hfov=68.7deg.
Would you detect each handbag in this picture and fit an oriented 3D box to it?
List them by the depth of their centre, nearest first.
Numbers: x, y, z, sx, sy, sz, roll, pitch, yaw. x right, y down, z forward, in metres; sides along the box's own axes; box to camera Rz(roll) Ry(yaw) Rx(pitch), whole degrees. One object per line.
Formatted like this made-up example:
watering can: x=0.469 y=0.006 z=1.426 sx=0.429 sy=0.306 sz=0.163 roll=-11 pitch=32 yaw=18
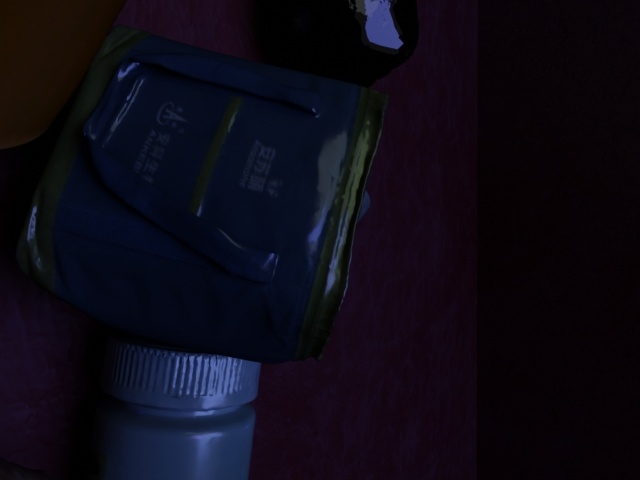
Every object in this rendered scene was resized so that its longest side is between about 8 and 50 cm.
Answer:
handbag: x=-0.084 y=-0.033 z=0.427 sx=0.222 sy=0.241 sz=0.263 roll=101 pitch=1 yaw=-69

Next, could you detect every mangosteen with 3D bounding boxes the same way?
mangosteen: x=0.027 y=-0.335 z=0.678 sx=0.243 sy=0.243 sz=0.243 roll=-10 pitch=101 yaw=-59

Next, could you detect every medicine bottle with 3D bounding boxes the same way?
medicine bottle: x=-0.152 y=0.256 z=0.467 sx=0.158 sy=0.158 sz=0.318 roll=15 pitch=79 yaw=-59

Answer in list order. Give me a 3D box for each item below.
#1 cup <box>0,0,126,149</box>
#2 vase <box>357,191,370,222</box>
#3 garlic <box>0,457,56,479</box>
cup: x=-0.192 y=-0.185 z=0.240 sx=0.226 sy=0.264 sz=0.182 roll=3 pitch=59 yaw=-61
vase: x=0.000 y=0.000 z=0.776 sx=0.219 sy=0.096 sz=0.096 roll=-61 pitch=141 yaw=-32
garlic: x=-0.264 y=0.236 z=0.288 sx=0.245 sy=0.160 sz=0.245 roll=-22 pitch=123 yaw=-38
